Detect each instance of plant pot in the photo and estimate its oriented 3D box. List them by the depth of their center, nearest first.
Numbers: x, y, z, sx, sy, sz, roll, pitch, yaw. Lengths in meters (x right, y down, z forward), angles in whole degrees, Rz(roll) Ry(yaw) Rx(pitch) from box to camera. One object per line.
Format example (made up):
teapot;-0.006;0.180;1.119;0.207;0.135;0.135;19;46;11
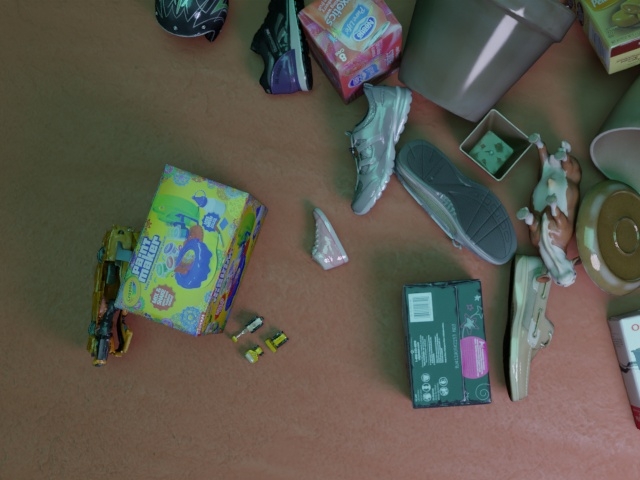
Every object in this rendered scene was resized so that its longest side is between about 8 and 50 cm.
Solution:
plant pot;0.710;-0.257;1.822;0.256;0.256;0.274;25;71;6
plant pot;0.605;-0.008;1.829;0.236;0.032;0.237;4;82;-32
plant pot;0.301;-0.406;1.836;0.323;0.323;0.280;31;104;6
plant pot;0.362;-0.191;1.898;0.109;0.096;0.109;41;90;7

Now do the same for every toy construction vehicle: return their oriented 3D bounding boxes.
toy construction vehicle;-0.130;0.208;1.944;0.098;0.035;0.086;-40;95;3

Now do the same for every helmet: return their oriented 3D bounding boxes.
helmet;-0.274;-0.507;1.940;0.169;0.161;0.170;0;86;5

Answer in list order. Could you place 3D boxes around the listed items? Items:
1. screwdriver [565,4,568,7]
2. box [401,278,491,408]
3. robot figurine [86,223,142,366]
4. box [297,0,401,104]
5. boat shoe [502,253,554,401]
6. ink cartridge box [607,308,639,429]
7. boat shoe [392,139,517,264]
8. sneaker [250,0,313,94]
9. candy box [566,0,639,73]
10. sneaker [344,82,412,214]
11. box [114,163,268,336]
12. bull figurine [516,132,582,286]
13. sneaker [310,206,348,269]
screwdriver;0.567;-0.503;1.941;0.169;0.025;0.024;-1;86;4
box;0.253;0.209;1.856;0.163;0.142;0.248;-5;84;6
robot figurine;-0.431;0.118;1.897;0.085;0.211;0.291;7;84;-18
box;0.065;-0.399;1.835;0.154;0.300;0.142;-34;84;1
boat shoe;0.431;0.180;1.863;0.098;0.109;0.303;5;80;5
ink cartridge box;0.702;0.251;1.836;0.171;0.100;0.237;-14;85;3
boat shoe;0.278;-0.074;1.905;0.320;0.103;0.118;43;71;1
sneaker;-0.097;-0.455;1.955;0.124;0.107;0.284;-7;85;10
candy box;0.607;-0.501;1.843;0.182;0.088;0.317;-18;58;3
sneaker;0.100;-0.193;1.901;0.115;0.105;0.282;15;95;-4
box;-0.252;0.027;1.841;0.176;0.279;0.290;20;88;6
bull figurine;0.464;-0.062;1.818;0.101;0.188;0.311;-5;58;26
sneaker;0.000;0.000;1.936;0.070;0.051;0.134;-27;88;-3
